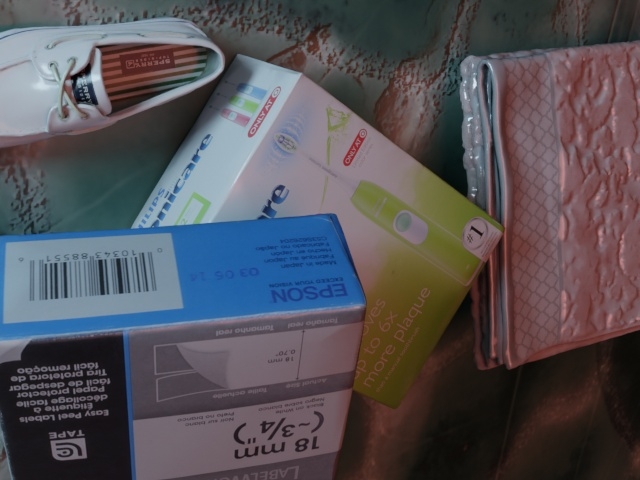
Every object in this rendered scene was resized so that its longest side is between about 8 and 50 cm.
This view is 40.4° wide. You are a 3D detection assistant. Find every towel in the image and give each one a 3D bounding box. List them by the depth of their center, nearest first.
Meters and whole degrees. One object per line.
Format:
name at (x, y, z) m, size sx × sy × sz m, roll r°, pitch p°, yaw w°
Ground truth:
towel at (0.283, -0.046, 0.944) m, size 0.317 × 0.053 × 0.331 m, roll -12°, pitch 102°, yaw -35°

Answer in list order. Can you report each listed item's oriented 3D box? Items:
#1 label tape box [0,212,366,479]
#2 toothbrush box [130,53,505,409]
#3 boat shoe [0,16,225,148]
label tape box at (-0.108, 0.144, 0.673) m, size 0.241 × 0.106 × 0.333 m, roll -5°, pitch 131°, yaw -14°
toothbrush box at (0.000, 0.000, 0.784) m, size 0.283 × 0.122 × 0.206 m, roll 32°, pitch 89°, yaw -35°
boat shoe at (-0.180, -0.123, 0.648) m, size 0.226 × 0.076 × 0.083 m, roll -25°, pitch 119°, yaw -23°
